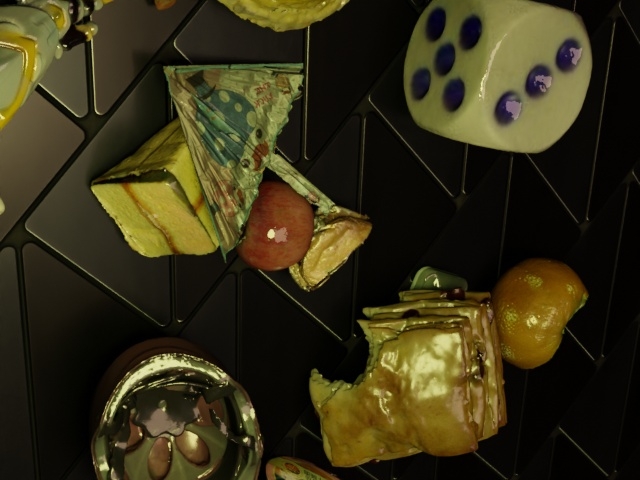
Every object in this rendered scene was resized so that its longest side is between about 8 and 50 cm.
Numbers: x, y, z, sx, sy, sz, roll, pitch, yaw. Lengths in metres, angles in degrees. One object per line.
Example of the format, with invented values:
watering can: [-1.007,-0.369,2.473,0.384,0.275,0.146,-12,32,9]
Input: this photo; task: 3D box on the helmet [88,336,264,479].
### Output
helmet: [-0.247,0.306,1.647,0.271,0.197,0.338,-19,116,-15]

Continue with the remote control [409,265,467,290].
remote control: [0.190,0.219,2.019,0.128,0.065,0.335,16,99,-36]

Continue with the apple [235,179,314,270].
apple: [-0.076,-0.023,1.665,0.120,0.153,0.153,5,107,-20]

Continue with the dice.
dice: [0.306,-0.300,1.770,0.259,0.243,0.251,3,108,-33]

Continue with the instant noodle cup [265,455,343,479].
instant noodle cup: [-0.059,0.573,1.908,0.244,0.244,0.255,20,106,-40]

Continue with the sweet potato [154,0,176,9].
sweet potato: [-0.222,-0.439,1.451,0.050,0.050,0.214,-11,112,-32]

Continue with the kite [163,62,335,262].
kite: [-0.108,-0.147,1.562,0.368,0.014,0.406,40,53,-29]

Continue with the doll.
doll: [-0.407,-0.260,1.358,0.316,0.103,0.145,-49,154,-23]

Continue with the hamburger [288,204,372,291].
hamburger: [0.000,-0.007,1.777,0.176,0.087,0.102,-45,118,-4]

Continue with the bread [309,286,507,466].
bread: [0.163,0.264,1.888,0.370,0.191,0.314,-9,99,3]

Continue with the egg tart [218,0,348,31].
egg tart: [-0.025,-0.494,1.497,0.388,0.169,0.388,-17,117,-36]

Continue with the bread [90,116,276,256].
bread: [-0.209,-0.114,1.604,0.168,0.163,0.264,61,39,-32]

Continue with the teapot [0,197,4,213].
teapot: [-0.558,0.007,1.341,0.299,0.166,0.208,-22,80,-35]

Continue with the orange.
orange: [0.435,0.139,2.087,0.237,0.179,0.158,-52,133,-4]

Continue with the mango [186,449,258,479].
mango: [-0.215,0.501,1.785,0.211,0.173,0.317,25,82,-27]
